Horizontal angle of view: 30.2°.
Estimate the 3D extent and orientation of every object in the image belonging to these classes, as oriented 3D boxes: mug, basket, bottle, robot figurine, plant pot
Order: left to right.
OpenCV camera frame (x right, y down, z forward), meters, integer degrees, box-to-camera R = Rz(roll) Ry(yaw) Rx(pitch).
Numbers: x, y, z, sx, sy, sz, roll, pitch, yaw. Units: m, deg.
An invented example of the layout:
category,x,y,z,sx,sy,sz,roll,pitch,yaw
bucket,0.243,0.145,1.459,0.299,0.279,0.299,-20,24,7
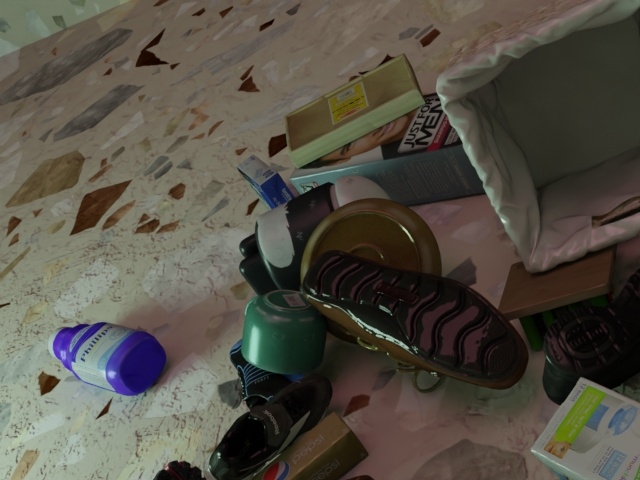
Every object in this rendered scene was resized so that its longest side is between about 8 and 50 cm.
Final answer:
category,x,y,z,sx,sy,sz,roll,pitch,yaw
bottle,-0.403,0.208,2.181,0.283,0.092,0.118,8,51,48
mug,-0.066,0.131,1.848,0.157,0.097,0.129,16,23,19
robot figurine,0.001,0.003,2.018,0.278,0.173,0.209,-26,73,14
plant pot,0.073,0.046,1.873,0.236,0.032,0.236,-3,80,19
basket,0.380,-0.188,1.725,0.328,0.331,0.266,-25,16,15

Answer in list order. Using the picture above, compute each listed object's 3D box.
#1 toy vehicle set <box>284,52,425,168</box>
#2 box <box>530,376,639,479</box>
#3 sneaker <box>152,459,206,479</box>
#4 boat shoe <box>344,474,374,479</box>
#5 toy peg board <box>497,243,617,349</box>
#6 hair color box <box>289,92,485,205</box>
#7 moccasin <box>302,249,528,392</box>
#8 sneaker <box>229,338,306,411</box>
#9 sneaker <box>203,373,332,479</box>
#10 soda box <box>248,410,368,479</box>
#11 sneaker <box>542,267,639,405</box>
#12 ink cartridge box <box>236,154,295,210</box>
category,x,y,z,sx,sy,sz,roll,pitch,yaw
toy vehicle set,0.058,-0.244,2.216,0.267,0.035,0.166,-26,30,12
box,0.364,0.257,1.362,0.114,0.103,0.203,-52,34,-10
sneaker,-0.241,0.462,1.677,0.112,0.121,0.299,-45,16,48
boat shoe,0.000,0.368,1.613,0.178,0.064,0.060,-22,27,8
toy peg board,0.350,0.079,1.689,0.161,0.079,0.160,-18,19,24
hair color box,0.146,-0.160,2.160,0.374,0.113,0.185,-9,38,36
moccasin,0.138,0.128,1.708,0.380,0.147,0.139,13,64,40
sneaker,-0.096,0.228,1.875,0.090,0.081,0.232,-37,31,-19
sneaker,-0.066,0.266,1.707,0.234,0.078,0.106,-36,-15,-25
soda box,-0.025,0.329,1.689,0.181,0.058,0.061,-39,31,-6
sneaker,0.397,0.122,1.530,0.286,0.130,0.109,-19,53,-19
ink cartridge box,-0.098,-0.100,2.289,0.046,0.097,0.207,-37,21,-5
